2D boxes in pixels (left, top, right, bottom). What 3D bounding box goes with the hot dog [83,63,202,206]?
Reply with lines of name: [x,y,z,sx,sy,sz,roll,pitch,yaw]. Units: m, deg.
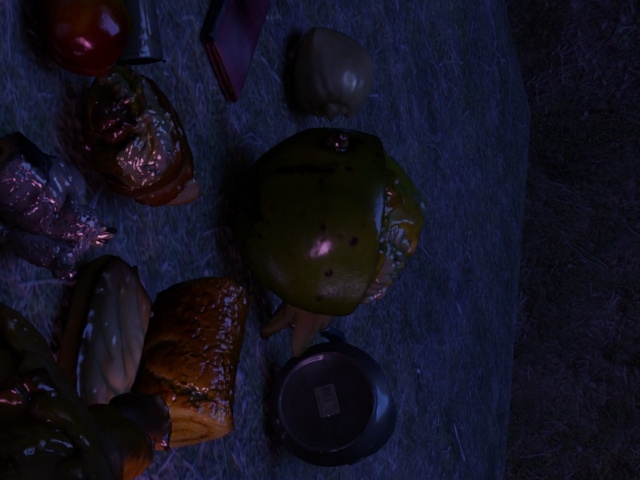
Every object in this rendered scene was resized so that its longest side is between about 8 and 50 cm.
hot dog: [-0.197,-0.104,1.625,0.213,0.103,0.146,63,6,-71]

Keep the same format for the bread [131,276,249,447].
bread: [-0.146,0.135,1.686,0.103,0.132,0.172,36,49,-37]

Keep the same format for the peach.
peach: [-0.239,-0.217,1.519,0.101,0.100,0.101,-4,90,-73]

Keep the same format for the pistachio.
pistachio: [0.023,-0.262,2.330,0.200,0.117,0.145,-66,142,-58]

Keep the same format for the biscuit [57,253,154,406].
biscuit: [-0.227,0.157,1.542,0.154,0.045,0.299,57,34,-58]

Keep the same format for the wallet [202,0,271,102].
wallet: [-0.111,-0.305,2.063,0.119,0.025,0.232,70,24,-43]

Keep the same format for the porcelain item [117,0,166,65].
porcelain item: [-0.212,-0.304,1.687,0.084,0.054,0.213,-6,91,-75]

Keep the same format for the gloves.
gloves: [-0.262,-0.031,1.396,0.144,0.094,0.110,56,1,-17]

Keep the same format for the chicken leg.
chicken leg: [-0.239,0.165,1.312,0.295,0.182,0.409,66,21,-2]

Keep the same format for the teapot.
teapot: [0.026,0.225,2.168,0.225,0.171,0.203,44,36,-74]

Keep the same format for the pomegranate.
pomegranate: [0.000,0.000,2.034,0.260,0.260,0.341,-56,168,-64]
